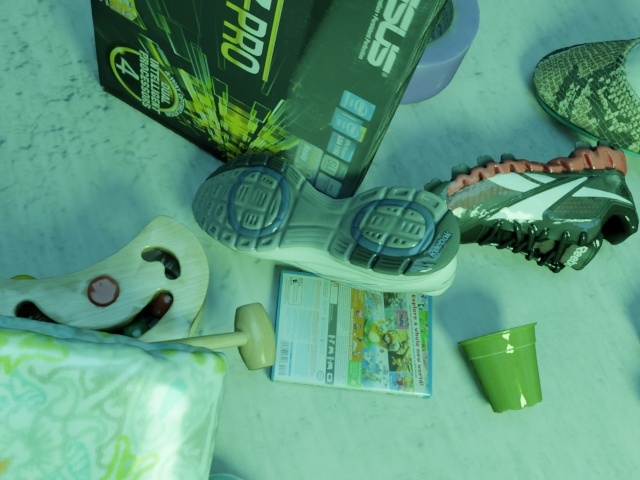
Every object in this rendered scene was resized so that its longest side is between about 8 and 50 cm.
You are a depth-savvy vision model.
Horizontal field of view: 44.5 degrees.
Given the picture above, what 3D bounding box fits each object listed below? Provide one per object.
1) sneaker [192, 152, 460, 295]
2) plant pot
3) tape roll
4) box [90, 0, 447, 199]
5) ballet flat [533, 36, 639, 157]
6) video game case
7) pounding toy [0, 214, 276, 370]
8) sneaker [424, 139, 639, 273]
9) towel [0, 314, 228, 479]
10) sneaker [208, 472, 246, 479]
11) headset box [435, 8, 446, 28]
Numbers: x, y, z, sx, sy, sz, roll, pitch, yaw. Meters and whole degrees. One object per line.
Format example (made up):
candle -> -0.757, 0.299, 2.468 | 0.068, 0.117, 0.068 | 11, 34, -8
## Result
sneaker -> 0.000, 0.000, 0.789 | 0.297, 0.129, 0.111 | 18, 69, 26
plant pot -> 0.191, 0.132, 0.798 | 0.083, 0.083, 0.079 | -11, 80, -15
tape roll -> 0.093, -0.267, 0.956 | 0.188, 0.080, 0.189 | 4, 66, -9
box -> -0.063, -0.208, 0.725 | 0.318, 0.395, 0.097 | 29, 62, 2
ballet flat -> 0.499, -0.140, 0.918 | 0.482, 0.182, 0.164 | 29, 65, 4
video game case -> 0.035, 0.097, 0.814 | 0.166, 0.015, 0.119 | 7, 64, -7
pounding toy -> -0.178, 0.049, 0.717 | 0.269, 0.155, 0.154 | -2, 70, -12
sneaker -> 0.233, -0.026, 0.861 | 0.275, 0.098, 0.135 | -10, 66, -16
towel -> -0.276, 0.209, 0.555 | 0.374, 0.090, 0.321 | 11, 90, -13
sneaker -> -0.030, 0.303, 0.575 | 0.135, 0.150, 0.366 | -20, 45, -17
headset box -> 0.093, -0.244, 0.883 | 0.062, 0.032, 0.083 | 33, 65, 6
